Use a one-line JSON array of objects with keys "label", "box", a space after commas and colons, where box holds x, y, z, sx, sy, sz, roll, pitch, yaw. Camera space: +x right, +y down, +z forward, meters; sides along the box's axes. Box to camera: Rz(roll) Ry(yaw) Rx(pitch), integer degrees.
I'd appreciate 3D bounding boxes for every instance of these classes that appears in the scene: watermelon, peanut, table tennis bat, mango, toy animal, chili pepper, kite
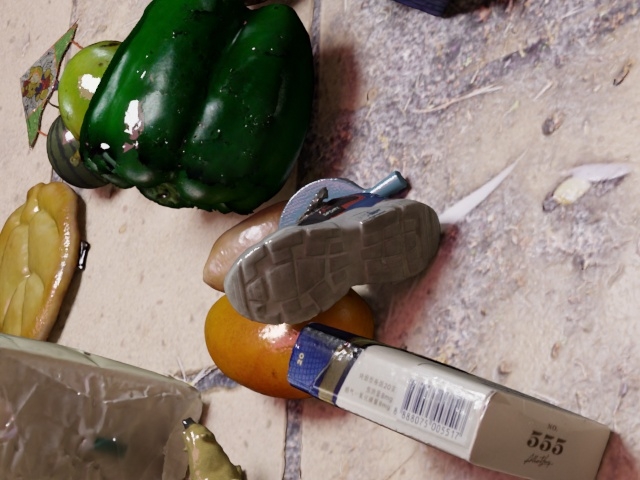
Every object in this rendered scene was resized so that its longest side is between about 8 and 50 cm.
[{"label": "watermelon", "box": [-0.304, -0.130, 2.124, 0.105, 0.133, 0.105, -28, 24, 14]}, {"label": "peanut", "box": [-0.065, 0.008, 1.832, 0.152, 0.076, 0.076, -34, 49, 21]}, {"label": "table tennis bat", "box": [0.023, -0.025, 1.761, 0.155, 0.019, 0.100, -35, 79, 17]}, {"label": "mango", "box": [-0.045, 0.093, 1.746, 0.217, 0.102, 0.141, 10, 74, 48]}, {"label": "toy animal", "box": [-0.104, 0.295, 1.719, 0.103, 0.101, 0.219, -15, 62, 46]}, {"label": "chili pepper", "box": [-0.135, -0.157, 1.862, 0.248, 0.233, 0.257, 2, 71, 57]}, {"label": "kite", "box": [-0.360, -0.215, 2.323, 0.244, 0.006, 0.198, 20, 88, 51]}]

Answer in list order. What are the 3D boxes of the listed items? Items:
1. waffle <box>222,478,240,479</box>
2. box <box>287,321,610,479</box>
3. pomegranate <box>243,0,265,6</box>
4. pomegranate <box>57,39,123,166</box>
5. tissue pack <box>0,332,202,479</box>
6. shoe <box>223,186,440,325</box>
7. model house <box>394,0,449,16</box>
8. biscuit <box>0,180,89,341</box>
[{"label": "waffle", "box": [-0.080, 0.365, 1.609, 0.057, 0.168, 0.274, 37, 102, 56]}, {"label": "box", "box": [0.110, 0.147, 1.495, 0.259, 0.168, 0.071, 19, 89, 49]}, {"label": "pomegranate", "box": [-0.125, -0.353, 1.982, 0.246, 0.198, 0.198, -48, 42, 33]}, {"label": "pomegranate", "box": [-0.225, -0.184, 2.044, 0.156, 0.156, 0.220, -10, 24, 46]}, {"label": "tissue pack", "box": [-0.368, 0.215, 1.904, 0.380, 0.297, 0.207, 2, 76, 47]}, {"label": "shoe", "box": [0.000, 0.000, 1.679, 0.125, 0.227, 0.099, -132, 29, -57]}, {"label": "model house", "box": [0.085, -0.402, 1.764, 0.312, 0.245, 0.280, -74, 2, -50]}, {"label": "biscuit", "box": [-0.380, 0.040, 2.198, 0.203, 0.041, 0.260, -27, 52, 38]}]
